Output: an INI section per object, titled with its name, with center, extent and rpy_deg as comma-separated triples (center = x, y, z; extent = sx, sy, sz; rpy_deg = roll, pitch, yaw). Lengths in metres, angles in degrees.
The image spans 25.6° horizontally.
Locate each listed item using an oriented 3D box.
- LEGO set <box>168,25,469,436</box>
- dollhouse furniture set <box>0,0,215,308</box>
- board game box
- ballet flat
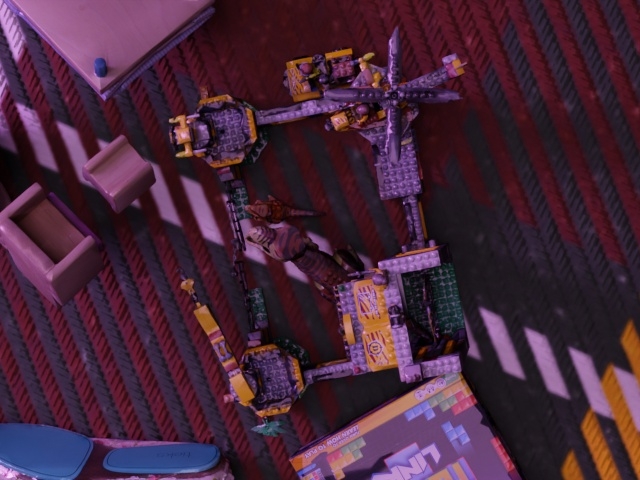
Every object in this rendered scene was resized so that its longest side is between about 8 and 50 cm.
[LEGO set]
center = 0.000, 0.000, 1.150
extent = 0.255, 0.192, 0.331
rpy_deg = -3, 92, 8
[dollhouse furniture set]
center = -0.206, -0.135, 1.212
extent = 0.286, 0.198, 0.303
rpy_deg = 44, 75, 8
[board game box]
center = 0.081, 0.206, 1.220
extent = 0.170, 0.048, 0.141
rpy_deg = -31, 87, 8
[ballet flat]
center = -0.195, 0.216, 1.245
extent = 0.241, 0.091, 0.077
rpy_deg = 5, 115, 11
